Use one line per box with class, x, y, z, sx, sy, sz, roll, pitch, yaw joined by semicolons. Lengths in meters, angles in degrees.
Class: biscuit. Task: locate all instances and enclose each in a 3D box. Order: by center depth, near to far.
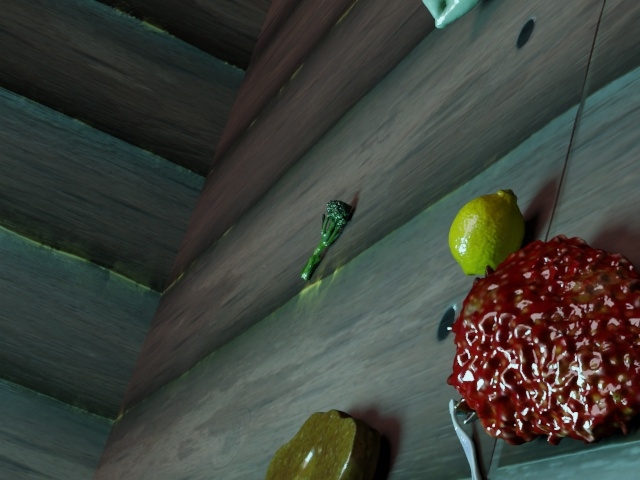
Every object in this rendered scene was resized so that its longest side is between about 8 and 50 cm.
biscuit;-0.025;0.292;1.180;0.273;0.049;0.257;-30;35;65

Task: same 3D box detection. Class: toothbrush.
toothbrush;0.116;0.166;0.938;0.131;0.013;0.011;-96;23;-62

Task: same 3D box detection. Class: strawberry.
strawberry;0.156;0.055;0.819;0.208;0.087;0.167;-31;36;65

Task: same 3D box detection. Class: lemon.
lemon;0.143;-0.007;1.016;0.083;0.062;0.062;-64;14;10

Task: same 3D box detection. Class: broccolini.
broccolini;0.000;0.000;1.607;0.140;0.035;0.030;-58;12;35

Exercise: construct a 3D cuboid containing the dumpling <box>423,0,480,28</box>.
dumpling;0.191;-0.346;1.369;0.105;0.149;0.217;45;125;34
